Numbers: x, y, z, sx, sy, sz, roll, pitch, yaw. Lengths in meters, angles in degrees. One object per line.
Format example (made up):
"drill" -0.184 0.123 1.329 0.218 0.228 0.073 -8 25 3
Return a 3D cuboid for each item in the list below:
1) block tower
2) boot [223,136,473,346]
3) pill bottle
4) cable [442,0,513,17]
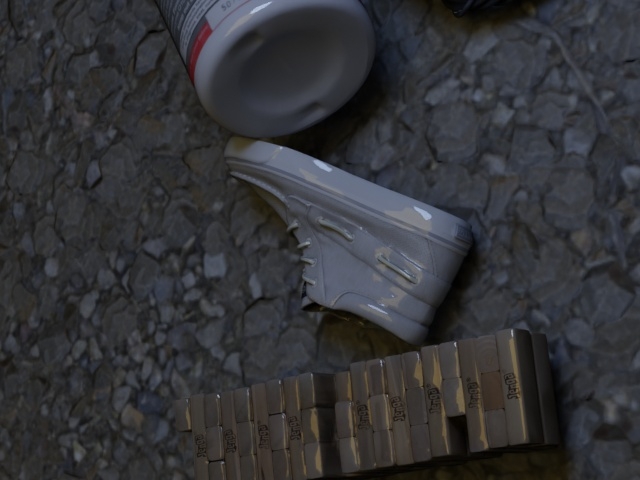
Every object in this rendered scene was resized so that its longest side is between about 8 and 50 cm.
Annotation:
"block tower" 0.037 0.152 1.160 0.335 0.091 0.097 -14 74 33
"boot" 0.000 0.000 1.205 0.258 0.095 0.123 23 89 34
"pill bottle" -0.073 -0.242 1.242 0.161 0.161 0.283 -42 51 22
"cable" 0.158 -0.272 1.179 0.150 0.047 0.184 19 89 30
